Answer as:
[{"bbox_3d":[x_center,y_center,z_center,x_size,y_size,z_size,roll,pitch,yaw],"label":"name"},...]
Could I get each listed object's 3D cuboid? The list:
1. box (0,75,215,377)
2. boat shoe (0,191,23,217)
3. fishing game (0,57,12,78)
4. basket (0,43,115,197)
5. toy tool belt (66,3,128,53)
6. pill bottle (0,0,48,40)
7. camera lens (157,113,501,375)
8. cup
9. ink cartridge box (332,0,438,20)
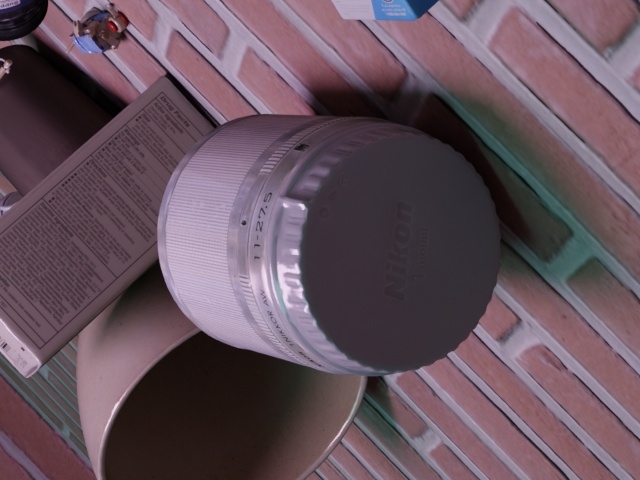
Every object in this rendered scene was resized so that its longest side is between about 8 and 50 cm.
[{"bbox_3d":[-0.237,-0.015,1.850,0.148,0.311,0.121,49,160,-2],"label":"box"},{"bbox_3d":[-0.367,-0.005,2.407,0.136,0.156,0.367,49,-171,-20],"label":"boat shoe"},{"bbox_3d":[-0.445,-0.271,2.026,0.189,0.041,0.264,-41,71,41],"label":"fishing game"},{"bbox_3d":[-0.312,-0.114,2.062,0.227,0.154,0.204,43,177,24],"label":"basket"},{"bbox_3d":[-0.238,-0.216,1.855,0.052,0.051,0.083,54,159,-18],"label":"toy tool belt"},{"bbox_3d":[-0.337,-0.302,1.791,0.123,0.123,0.219,41,160,17],"label":"pill bottle"},{"bbox_3d":[0.000,0.000,1.536,0.219,0.219,0.274,55,158,-22],"label":"camera lens"},{"bbox_3d":[-0.145,0.131,1.995,0.237,0.331,0.331,51,167,42],"label":"cup"},{"bbox_3d":[0.018,-0.248,1.266,0.104,0.060,0.180,14,142,57],"label":"ink cartridge box"}]
